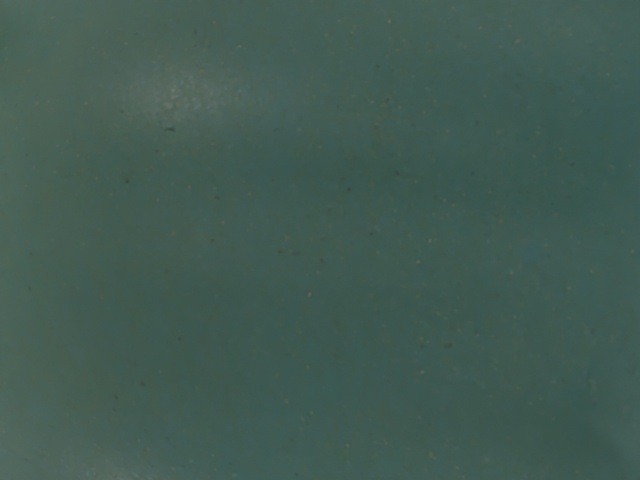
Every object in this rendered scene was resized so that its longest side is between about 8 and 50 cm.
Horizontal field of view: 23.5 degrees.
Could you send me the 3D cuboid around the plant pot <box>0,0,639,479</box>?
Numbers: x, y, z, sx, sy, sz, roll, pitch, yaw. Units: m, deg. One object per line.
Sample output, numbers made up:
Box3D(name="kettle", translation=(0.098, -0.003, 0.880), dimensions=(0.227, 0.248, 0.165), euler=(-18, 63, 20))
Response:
Box3D(name="plant pot", translation=(0.000, 0.000, 0.480), dimensions=(0.235, 0.293, 0.293), euler=(7, -85, 10))
